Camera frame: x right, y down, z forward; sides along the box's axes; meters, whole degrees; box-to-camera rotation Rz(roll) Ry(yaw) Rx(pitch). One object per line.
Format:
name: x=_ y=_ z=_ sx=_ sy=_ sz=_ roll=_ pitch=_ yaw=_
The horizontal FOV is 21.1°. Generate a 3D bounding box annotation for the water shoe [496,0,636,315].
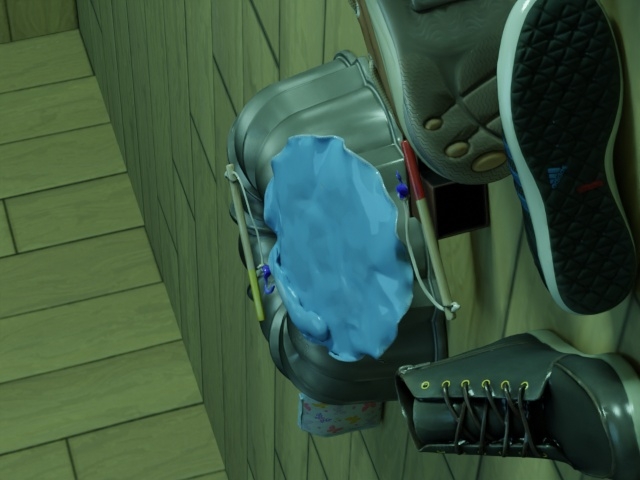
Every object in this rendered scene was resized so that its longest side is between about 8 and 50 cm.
water shoe: x=0.134 y=-0.056 z=1.005 sx=0.080 sy=0.073 sz=0.203 roll=-131 pitch=31 yaw=-70

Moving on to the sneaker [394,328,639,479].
sneaker: x=0.128 y=0.117 z=1.099 sx=0.222 sy=0.118 sz=0.083 roll=-158 pitch=56 yaw=-75

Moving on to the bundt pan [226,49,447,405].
bundt pan: x=0.000 y=0.000 z=1.546 sx=0.331 sy=0.124 sz=0.331 roll=168 pitch=90 yaw=-78

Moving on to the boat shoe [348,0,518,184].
boat shoe: x=0.058 y=-0.196 z=1.101 sx=0.116 sy=0.123 sz=0.324 roll=-153 pitch=53 yaw=-77

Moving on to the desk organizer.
desk organizer: x=0.090 y=-0.071 z=1.249 sx=0.050 sy=0.047 sz=0.130 roll=-129 pitch=29 yaw=-59

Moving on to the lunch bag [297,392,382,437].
lunch bag: x=0.018 y=0.157 z=1.716 sx=0.071 sy=0.083 sz=0.053 roll=92 pitch=161 yaw=-51

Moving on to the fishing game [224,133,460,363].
fishing game: x=0.018 y=0.006 z=1.347 sx=0.264 sy=0.041 sz=0.189 roll=-11 pitch=95 yaw=55
